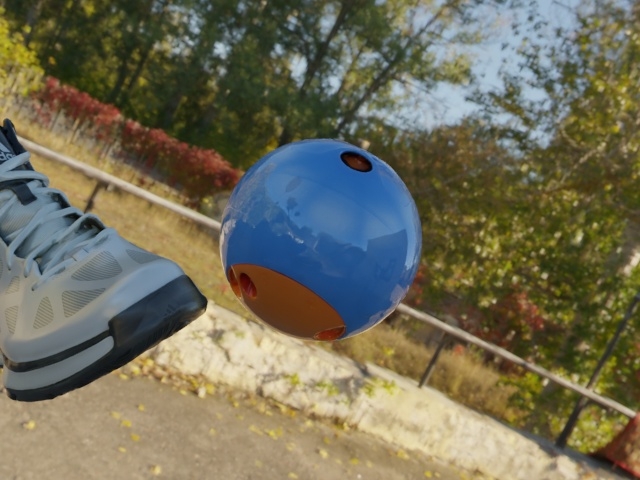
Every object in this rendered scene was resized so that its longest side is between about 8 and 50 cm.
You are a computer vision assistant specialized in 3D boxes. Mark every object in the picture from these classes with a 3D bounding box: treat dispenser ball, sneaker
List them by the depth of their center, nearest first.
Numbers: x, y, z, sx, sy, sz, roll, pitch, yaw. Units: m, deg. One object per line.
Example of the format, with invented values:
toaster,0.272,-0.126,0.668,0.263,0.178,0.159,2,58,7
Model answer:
sneaker,-0.297,-0.001,0.721,0.169,0.258,0.447,-32,16,-36
treat dispenser ball,0.000,0.000,1.043,0.288,0.288,0.288,26,5,-2
